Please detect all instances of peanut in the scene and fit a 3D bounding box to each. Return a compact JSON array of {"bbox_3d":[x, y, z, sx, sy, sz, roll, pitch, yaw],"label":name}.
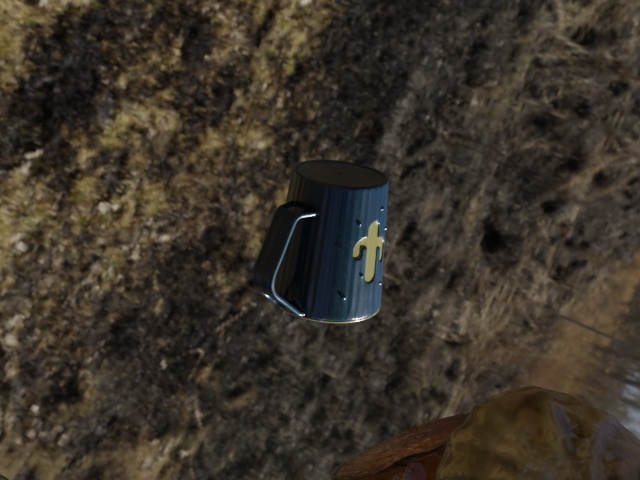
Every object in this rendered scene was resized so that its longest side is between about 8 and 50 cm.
[{"bbox_3d":[0.204,0.224,0.594,0.140,0.325,0.153,-50,-168,-26],"label":"peanut"}]

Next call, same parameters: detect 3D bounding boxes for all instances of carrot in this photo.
[{"bbox_3d":[0.123,0.289,0.835,0.159,0.225,0.159,-23,169,-5],"label":"carrot"}]

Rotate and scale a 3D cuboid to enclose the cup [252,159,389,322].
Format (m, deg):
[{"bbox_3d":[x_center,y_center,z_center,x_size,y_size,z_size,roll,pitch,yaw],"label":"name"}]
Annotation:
[{"bbox_3d":[0.000,0.000,0.990,0.176,0.131,0.155,-14,119,-49],"label":"cup"}]

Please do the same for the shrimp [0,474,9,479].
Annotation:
[{"bbox_3d":[-0.119,0.126,0.339,0.051,0.198,0.262,-56,-173,-14],"label":"shrimp"}]
